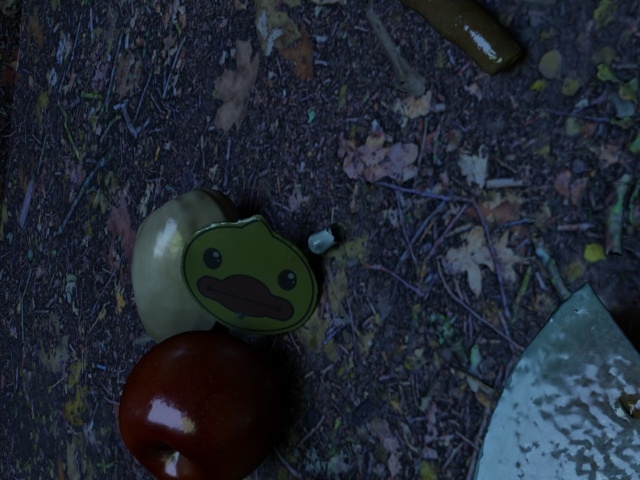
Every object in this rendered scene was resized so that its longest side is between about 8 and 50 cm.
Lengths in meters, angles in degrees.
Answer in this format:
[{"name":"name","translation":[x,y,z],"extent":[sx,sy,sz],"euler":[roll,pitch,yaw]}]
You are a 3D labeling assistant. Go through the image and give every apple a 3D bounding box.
[{"name":"apple","translation":[-0.188,0.274,1.066],"extent":[0.260,0.216,0.261],"euler":[14,125,20]}]

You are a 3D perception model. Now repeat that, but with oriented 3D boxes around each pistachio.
[{"name":"pistachio","translation":[-0.232,0.055,1.184],"extent":[0.213,0.193,0.318],"euler":[24,120,30]}]

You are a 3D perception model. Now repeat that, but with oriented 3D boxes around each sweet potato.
[{"name":"sweet potato","translation":[0.130,-0.355,0.870],"extent":[0.109,0.109,0.385],"euler":[-42,64,39]}]

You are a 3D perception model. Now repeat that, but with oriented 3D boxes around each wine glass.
[{"name":"wine glass","translation":[0.000,0.000,1.040],"extent":[0.083,0.042,0.039],"euler":[-32,102,39]}]

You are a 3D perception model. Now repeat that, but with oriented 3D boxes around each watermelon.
[{"name":"watermelon","translation":[0.277,0.243,0.594],"extent":[0.258,0.228,0.388],"euler":[8,84,39]}]

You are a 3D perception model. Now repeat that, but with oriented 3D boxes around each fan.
[{"name":"fan","translation":[-0.124,0.100,1.085],"extent":[0.011,0.229,0.335],"euler":[-70,-5,-57]}]
